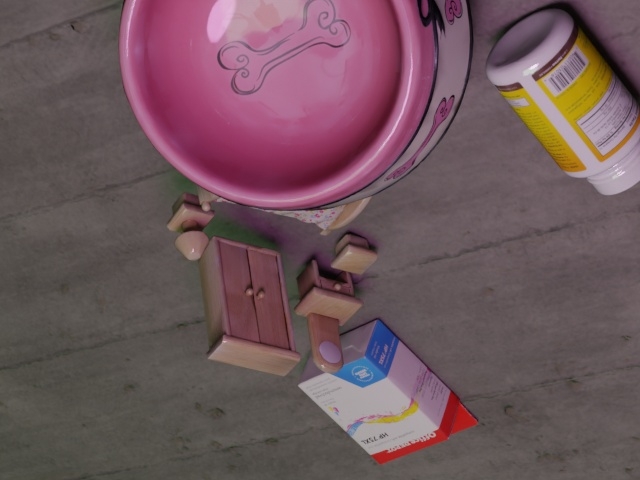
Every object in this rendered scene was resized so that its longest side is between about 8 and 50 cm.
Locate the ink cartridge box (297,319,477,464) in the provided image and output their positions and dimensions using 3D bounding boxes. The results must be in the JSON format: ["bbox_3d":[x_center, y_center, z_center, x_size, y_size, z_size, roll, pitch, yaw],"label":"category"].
[{"bbox_3d":[0.097,0.228,2.599,0.134,0.078,0.231,-26,119,38],"label":"ink cartridge box"}]

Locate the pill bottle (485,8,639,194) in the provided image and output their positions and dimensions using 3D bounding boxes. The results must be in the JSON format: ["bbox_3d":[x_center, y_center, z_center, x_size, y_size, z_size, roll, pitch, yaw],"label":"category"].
[{"bbox_3d":[0.293,-0.154,2.130,0.117,0.117,0.215,-23,120,36],"label":"pill bottle"}]

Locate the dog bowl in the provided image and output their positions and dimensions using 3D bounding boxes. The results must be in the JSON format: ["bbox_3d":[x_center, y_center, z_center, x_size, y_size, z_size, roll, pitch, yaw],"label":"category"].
[{"bbox_3d":[-0.043,-0.216,2.055,0.408,0.150,0.408,3,105,13],"label":"dog bowl"}]

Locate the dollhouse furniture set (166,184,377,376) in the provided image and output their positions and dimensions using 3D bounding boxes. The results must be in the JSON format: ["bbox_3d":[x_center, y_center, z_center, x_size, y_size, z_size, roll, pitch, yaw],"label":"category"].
[{"bbox_3d":[0.000,0.000,2.295,0.303,0.174,0.355,15,137,-30],"label":"dollhouse furniture set"}]
